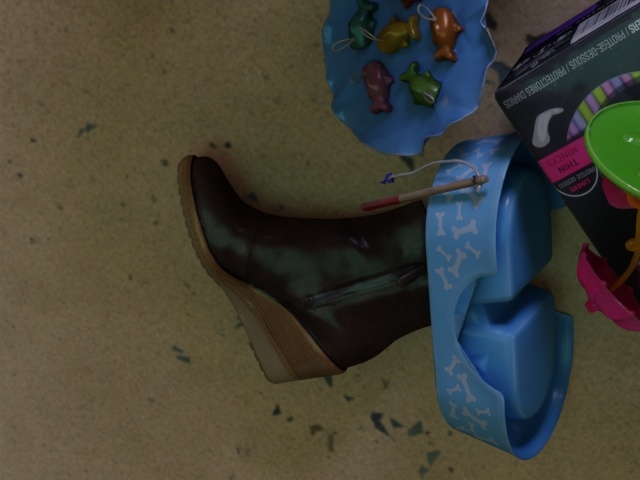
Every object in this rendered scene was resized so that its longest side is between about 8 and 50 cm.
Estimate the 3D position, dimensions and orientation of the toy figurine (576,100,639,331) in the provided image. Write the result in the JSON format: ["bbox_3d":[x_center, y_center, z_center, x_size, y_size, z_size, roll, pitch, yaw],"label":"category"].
[{"bbox_3d":[0.263,-0.003,1.160,0.173,0.130,0.159,3,130,-11],"label":"toy figurine"}]

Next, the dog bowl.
[{"bbox_3d":[0.156,0.045,1.339,0.074,0.166,0.297,7,115,29],"label":"dog bowl"}]

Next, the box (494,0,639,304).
[{"bbox_3d":[0.290,-0.069,1.249,0.165,0.143,0.270,-31,100,27],"label":"box"}]

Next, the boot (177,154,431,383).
[{"bbox_3d":[0.000,0.000,1.426,0.207,0.090,0.248,-24,102,13],"label":"boot"}]

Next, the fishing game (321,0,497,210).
[{"bbox_3d":[0.065,-0.161,1.269,0.189,0.041,0.264,-11,85,42],"label":"fishing game"}]
